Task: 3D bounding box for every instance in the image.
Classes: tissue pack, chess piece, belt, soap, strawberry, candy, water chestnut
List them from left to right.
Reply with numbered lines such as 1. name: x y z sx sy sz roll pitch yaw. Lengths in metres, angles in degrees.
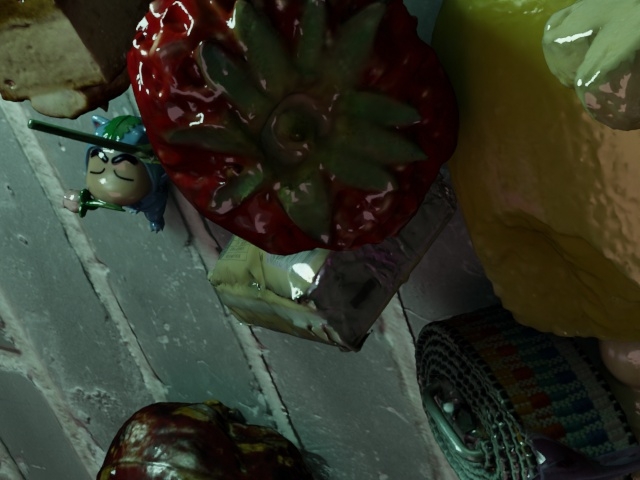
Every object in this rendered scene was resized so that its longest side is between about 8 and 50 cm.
1. candy: -0.201 -0.108 1.649 0.083 0.305 0.091 42 110 43
2. water chestnut: -0.180 0.411 2.088 0.335 0.347 0.335 20 148 13
3. strawberry: -0.044 -0.151 1.414 0.317 0.295 0.345 17 -172 -18
4. tissue pack: 0.000 0.000 1.563 0.123 0.215 0.256 45 164 -26
5. belt: 0.209 0.202 1.594 0.295 0.160 0.207 -122 25 -44
6. soap: 0.248 -0.074 1.388 0.306 0.115 0.427 6 119 46
7. chess piece: 0.356 0.173 1.589 0.142 0.143 0.261 12 129 29

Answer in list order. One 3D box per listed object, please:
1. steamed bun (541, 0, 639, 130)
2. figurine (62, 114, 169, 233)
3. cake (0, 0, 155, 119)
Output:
1. steamed bun: 0.312 -0.178 1.114 0.137 0.292 0.295 50 153 -21
2. figurine: -0.242 -0.068 1.806 0.114 0.144 0.178 24 152 23
3. cake: -0.285 -0.279 1.580 0.196 0.199 0.293 -6 130 35
